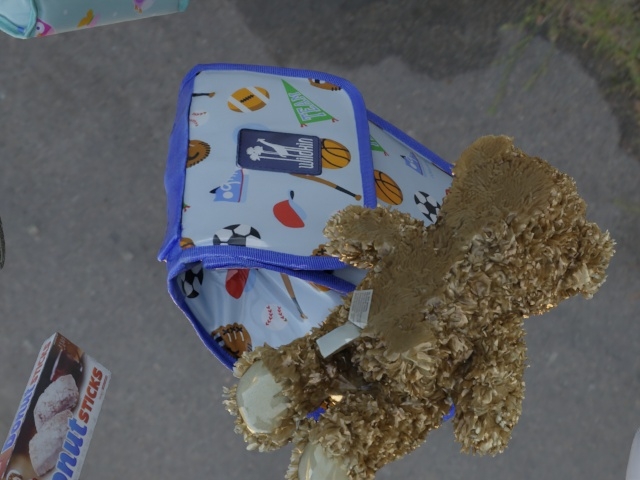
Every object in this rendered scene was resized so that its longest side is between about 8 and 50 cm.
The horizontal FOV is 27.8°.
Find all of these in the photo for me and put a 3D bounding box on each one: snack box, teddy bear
[{"bbox_3d":[-0.218,0.155,1.047,0.022,0.178,0.064,-34,117,29],"label":"snack box"},{"bbox_3d":[0.078,0.074,1.045,0.245,0.338,0.113,21,161,37],"label":"teddy bear"}]

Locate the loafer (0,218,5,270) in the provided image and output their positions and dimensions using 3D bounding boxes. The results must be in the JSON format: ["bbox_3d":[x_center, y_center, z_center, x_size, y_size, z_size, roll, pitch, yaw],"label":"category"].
[{"bbox_3d":[-0.168,-0.041,0.554,0.039,0.045,0.125,-10,112,-1],"label":"loafer"}]

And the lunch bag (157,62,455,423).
[{"bbox_3d":[0.000,0.000,1.420,0.385,0.328,0.239,31,125,-27],"label":"lunch bag"}]

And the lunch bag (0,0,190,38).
[{"bbox_3d":[-0.286,-0.319,1.297,0.262,0.223,0.160,31,123,28],"label":"lunch bag"}]

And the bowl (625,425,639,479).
[{"bbox_3d":[0.336,0.233,1.117,0.142,0.053,0.142,6,99,9],"label":"bowl"}]
